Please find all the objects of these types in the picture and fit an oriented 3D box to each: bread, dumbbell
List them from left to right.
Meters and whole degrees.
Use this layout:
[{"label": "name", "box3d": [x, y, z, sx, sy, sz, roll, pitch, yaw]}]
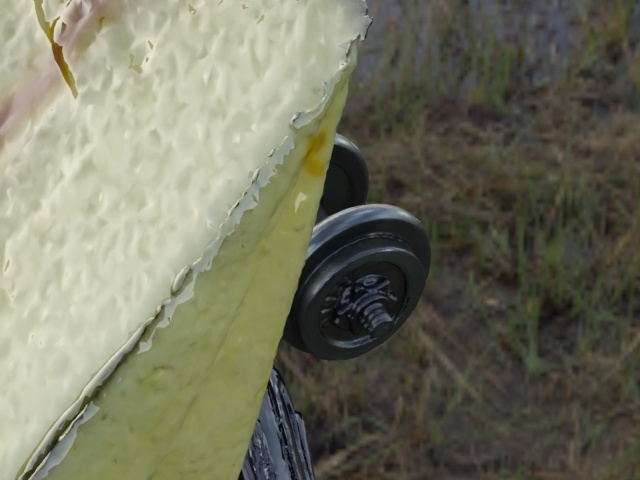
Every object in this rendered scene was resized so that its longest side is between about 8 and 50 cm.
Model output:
[{"label": "bread", "box3d": [-0.150, -0.044, 0.709, 0.242, 0.405, 0.346, -3, 35, -37]}, {"label": "dumbbell", "box3d": [0.000, 0.000, 1.611, 0.192, 0.192, 0.290, -18, 45, -19]}]

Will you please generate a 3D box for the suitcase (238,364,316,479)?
[{"label": "suitcase", "box3d": [-0.084, 0.317, 1.414, 0.188, 0.339, 0.345, -7, 50, -14]}]
